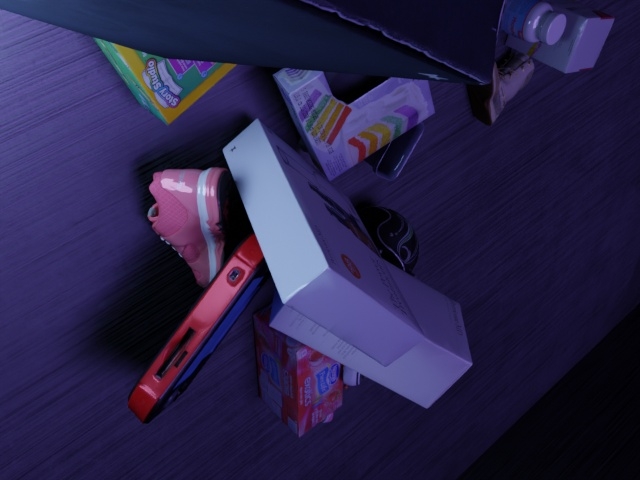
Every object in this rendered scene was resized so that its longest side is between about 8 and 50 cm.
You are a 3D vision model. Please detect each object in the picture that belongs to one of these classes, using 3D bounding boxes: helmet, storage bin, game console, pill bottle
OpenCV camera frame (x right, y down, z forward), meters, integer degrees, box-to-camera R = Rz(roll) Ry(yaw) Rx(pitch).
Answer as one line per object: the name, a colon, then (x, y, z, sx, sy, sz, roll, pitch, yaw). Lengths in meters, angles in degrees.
helmet: (0.137, 0.011, 1.603, 0.162, 0.169, 0.170, -66, 165, -51)
storage bin: (0.136, -0.205, 1.487, 0.098, 0.091, 0.135, 14, 109, -53)
game console: (-0.184, 0.148, 1.324, 0.387, 0.060, 0.342, -53, 174, 0)
pill bottle: (0.435, -0.473, 1.538, 0.087, 0.160, 0.087, -29, 138, -30)

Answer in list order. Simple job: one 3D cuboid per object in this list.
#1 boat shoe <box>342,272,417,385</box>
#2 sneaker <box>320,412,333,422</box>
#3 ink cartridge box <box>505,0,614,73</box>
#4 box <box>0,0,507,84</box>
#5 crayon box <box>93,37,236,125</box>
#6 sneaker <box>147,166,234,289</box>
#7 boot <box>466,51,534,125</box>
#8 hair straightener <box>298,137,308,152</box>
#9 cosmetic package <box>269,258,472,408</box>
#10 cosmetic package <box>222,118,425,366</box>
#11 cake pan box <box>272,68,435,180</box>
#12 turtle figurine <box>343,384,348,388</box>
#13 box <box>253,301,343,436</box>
boat shoe: (0.146, 0.192, 1.700, 0.121, 0.119, 0.335, 87, 22, -60)
sneaker: (-0.005, 0.420, 1.887, 0.077, 0.072, 0.178, -15, 125, -28)
ink cartridge box: (0.539, -0.476, 1.645, 0.128, 0.176, 0.128, -18, 134, -39)
box: (-0.067, -0.412, 0.637, 0.297, 0.479, 0.472, 3, 100, -48)
crayon box: (-0.228, -0.312, 0.981, 0.165, 0.081, 0.278, -44, 144, -12)
sneaker: (-0.222, -0.027, 1.237, 0.314, 0.136, 0.116, 100, -1, -56)
boot: (0.420, -0.385, 1.673, 0.165, 0.077, 0.213, -45, 150, -11)
hair straightener: (0.021, -0.264, 1.336, 0.089, 0.047, 0.231, 7, 120, -51)
cosmetic package: (0.101, 0.148, 1.460, 0.384, 0.217, 0.156, 28, 118, -16)
cosmetic package: (0.000, 0.000, 1.212, 0.097, 0.377, 0.284, -41, 136, 15)
cake pan box: (0.067, -0.257, 1.258, 0.245, 0.070, 0.267, -34, 146, -5)
turtle figurine: (0.155, 0.275, 1.925, 0.269, 0.087, 0.217, -39, 143, -19)
box: (-0.047, 0.275, 1.639, 0.142, 0.154, 0.300, -30, 138, -31)
